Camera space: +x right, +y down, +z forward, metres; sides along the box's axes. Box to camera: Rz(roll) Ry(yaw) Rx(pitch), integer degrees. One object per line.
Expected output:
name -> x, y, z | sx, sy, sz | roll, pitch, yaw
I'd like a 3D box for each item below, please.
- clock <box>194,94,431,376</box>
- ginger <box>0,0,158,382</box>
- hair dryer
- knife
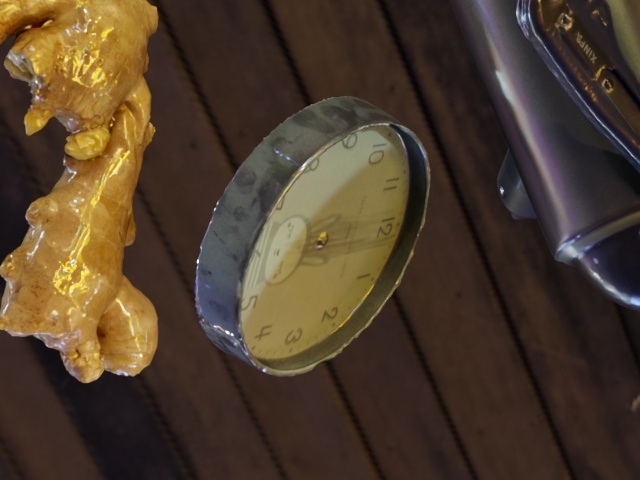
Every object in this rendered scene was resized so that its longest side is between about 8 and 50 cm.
clock -> 0.000, 0.000, 1.172 | 0.042, 0.215, 0.215 | 31, 131, 32
ginger -> -0.118, -0.040, 0.756 | 0.193, 0.176, 0.052 | 38, 168, -36
hair dryer -> 0.120, -0.025, 0.763 | 0.078, 0.248, 0.196 | -18, 77, -2
knife -> 0.114, -0.056, 0.610 | 0.121, 0.031, 0.018 | 50, 166, -19
